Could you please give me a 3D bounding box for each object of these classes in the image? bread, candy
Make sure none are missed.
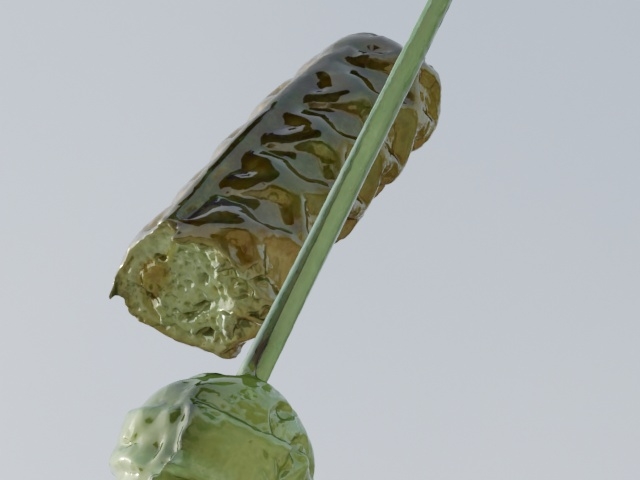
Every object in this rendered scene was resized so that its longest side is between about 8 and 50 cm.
[{"bbox_3d":[-0.013,-0.037,1.081,0.087,0.269,0.098,48,-47,-7],"label":"bread"},{"bbox_3d":[0.000,0.000,0.843,0.093,0.092,0.335,36,-110,-33],"label":"candy"}]
